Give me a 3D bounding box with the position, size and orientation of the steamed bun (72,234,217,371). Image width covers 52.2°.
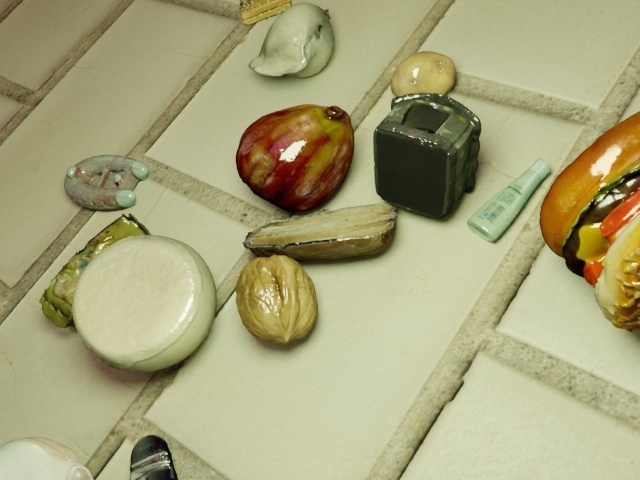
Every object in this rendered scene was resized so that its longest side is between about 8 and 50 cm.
[{"bbox_3d":[-0.344,0.132,1.326,0.283,0.177,0.283,-3,68,7],"label":"steamed bun"}]

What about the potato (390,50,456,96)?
[{"bbox_3d":[0.227,-0.365,1.455,0.147,0.112,0.112,-14,56,5],"label":"potato"}]

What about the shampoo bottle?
[{"bbox_3d":[0.371,-0.082,1.266,0.190,0.041,0.069,-45,50,-9],"label":"shampoo bottle"}]

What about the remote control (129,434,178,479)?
[{"bbox_3d":[-0.291,0.481,1.177,0.090,0.066,0.266,-16,51,-5],"label":"remote control"}]

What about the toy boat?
[{"bbox_3d":[-0.547,-0.154,1.638,0.227,0.085,0.155,5,64,24],"label":"toy boat"}]

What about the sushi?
[{"bbox_3d":[-0.485,0.079,1.458,0.139,0.131,0.291,40,72,11],"label":"sushi"}]

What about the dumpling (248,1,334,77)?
[{"bbox_3d":[-0.070,-0.483,1.631,0.227,0.243,0.175,-19,94,30],"label":"dumpling"}]

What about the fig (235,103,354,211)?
[{"bbox_3d":[-0.049,-0.177,1.388,0.263,0.224,0.224,-15,56,8],"label":"fig"}]

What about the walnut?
[{"bbox_3d":[-0.084,0.117,1.257,0.155,0.155,0.184,-22,57,7],"label":"walnut"}]

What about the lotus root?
[{"bbox_3d":[-0.001,0.000,1.334,0.329,0.078,0.167,-7,23,19],"label":"lotus root"}]

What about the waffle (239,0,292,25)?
[{"bbox_3d":[-0.154,-0.665,1.819,0.148,0.042,0.102,-16,56,12],"label":"waffle"}]

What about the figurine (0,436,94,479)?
[{"bbox_3d":[-0.486,0.496,1.139,0.253,0.211,0.361,-49,53,-4],"label":"figurine"}]

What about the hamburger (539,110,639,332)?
[{"bbox_3d":[0.526,-0.028,1.006,0.330,0.330,0.250,-28,57,3],"label":"hamburger"}]

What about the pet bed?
[{"bbox_3d":[0.212,-0.172,1.264,0.183,0.211,0.159,21,54,25],"label":"pet bed"}]
